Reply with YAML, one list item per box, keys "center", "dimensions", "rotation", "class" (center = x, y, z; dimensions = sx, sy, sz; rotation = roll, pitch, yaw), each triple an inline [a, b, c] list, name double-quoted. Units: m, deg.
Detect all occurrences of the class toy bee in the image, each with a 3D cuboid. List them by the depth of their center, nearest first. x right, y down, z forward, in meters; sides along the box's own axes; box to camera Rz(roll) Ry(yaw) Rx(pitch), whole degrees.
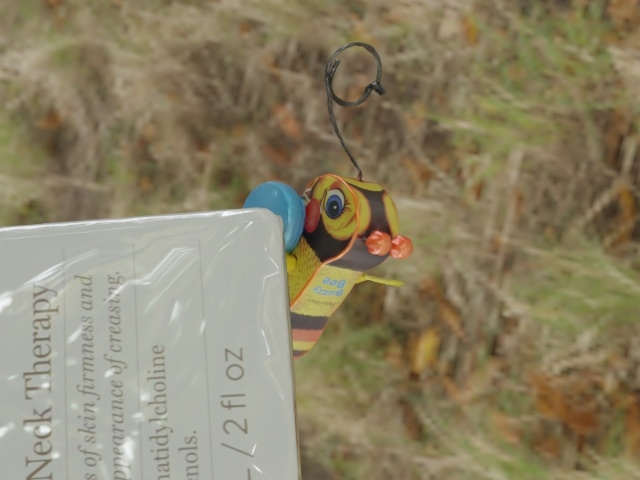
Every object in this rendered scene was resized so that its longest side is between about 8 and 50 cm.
- center: [0.000, 0.000, 1.687]
  dimensions: [0.162, 0.195, 0.298]
  rotation: [45, 137, 45]
  class: "toy bee"

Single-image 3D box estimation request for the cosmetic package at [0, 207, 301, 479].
- center: [-0.208, 0.205, 1.399]
  dimensions: [0.327, 0.393, 0.329]
  rotation: [88, 177, -61]
  class: "cosmetic package"
